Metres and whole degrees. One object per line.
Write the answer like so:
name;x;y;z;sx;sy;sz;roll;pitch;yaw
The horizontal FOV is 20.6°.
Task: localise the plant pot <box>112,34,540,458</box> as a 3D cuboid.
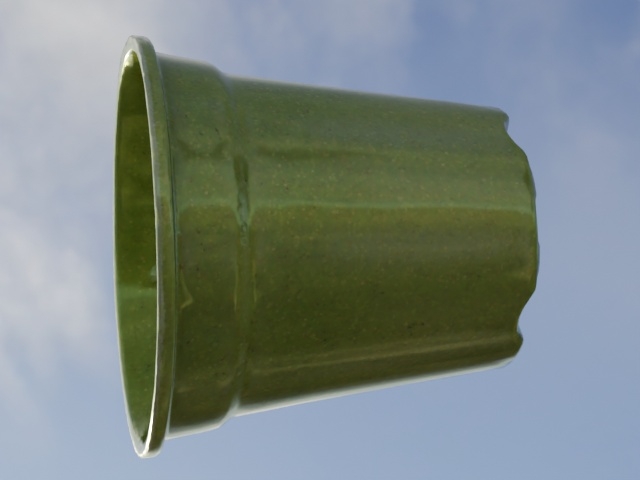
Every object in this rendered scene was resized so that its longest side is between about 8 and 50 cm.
plant pot;0.000;0.000;1.176;0.254;0.276;0.276;-2;-27;-12
